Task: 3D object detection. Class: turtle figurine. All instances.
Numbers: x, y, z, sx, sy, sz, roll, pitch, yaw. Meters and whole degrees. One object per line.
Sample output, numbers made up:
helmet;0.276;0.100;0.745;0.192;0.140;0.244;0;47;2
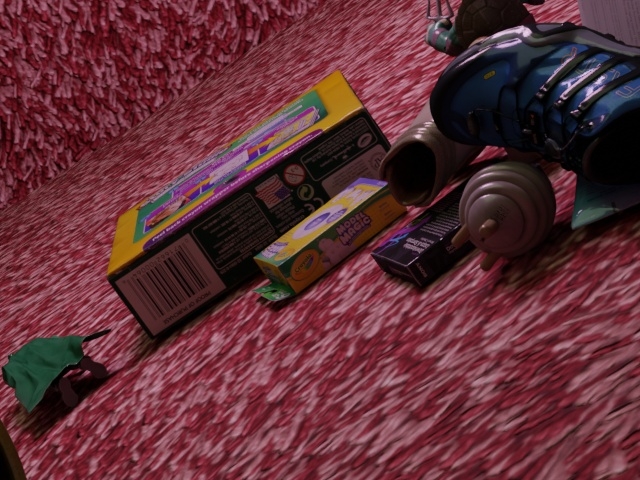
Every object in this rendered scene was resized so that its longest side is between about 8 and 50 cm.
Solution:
turtle figurine;0.183;-0.224;1.589;0.175;0.234;0.118;-22;28;29

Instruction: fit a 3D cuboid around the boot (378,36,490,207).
boot;0.118;-0.093;1.556;0.165;0.077;0.213;-53;-6;-29

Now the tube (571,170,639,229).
tube;0.256;-0.075;1.344;0.080;0.052;0.207;-29;21;22

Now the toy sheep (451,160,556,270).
toy sheep;0.159;-0.024;1.318;0.091;0.091;0.132;-27;11;27

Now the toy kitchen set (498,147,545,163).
toy kitchen set;0.218;-0.129;1.550;0.083;0.068;0.075;-27;17;27

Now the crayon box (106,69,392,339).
crayon box;-0.087;-0.055;1.915;0.363;0.106;0.313;-33;13;4

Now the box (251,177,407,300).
box;0.000;0.000;1.675;0.179;0.043;0.105;-39;15;-11

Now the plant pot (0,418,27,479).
plant pot;-0.425;0.243;1.332;0.366;0.366;0.353;-37;2;-8

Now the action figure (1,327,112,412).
action figure;-0.336;0.157;1.872;0.137;0.063;0.232;-42;20;-21

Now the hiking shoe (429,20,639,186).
hiking shoe;0.216;-0.108;1.267;0.304;0.113;0.132;0;37;32

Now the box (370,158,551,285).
box;0.133;-0.020;1.470;0.162;0.029;0.116;-36;13;-9

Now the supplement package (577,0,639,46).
supplement package;0.360;-0.233;1.357;0.139;0.134;0.244;-12;1;-33
